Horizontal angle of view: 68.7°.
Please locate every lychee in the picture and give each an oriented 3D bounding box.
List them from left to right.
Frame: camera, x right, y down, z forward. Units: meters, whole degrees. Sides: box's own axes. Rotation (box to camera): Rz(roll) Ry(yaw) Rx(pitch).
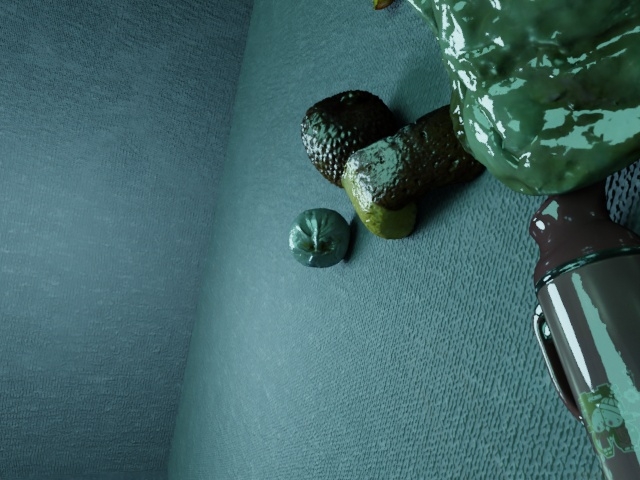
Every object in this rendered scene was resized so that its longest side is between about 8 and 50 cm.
[{"bbox_3d":[0.059,-0.198,0.906,0.194,0.194,0.195,-171,90,-66],"label":"lychee"}]

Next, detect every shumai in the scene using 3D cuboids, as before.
[{"bbox_3d":[0.186,-0.231,0.450,0.309,0.263,0.304,-12,49,61],"label":"shumai"}]

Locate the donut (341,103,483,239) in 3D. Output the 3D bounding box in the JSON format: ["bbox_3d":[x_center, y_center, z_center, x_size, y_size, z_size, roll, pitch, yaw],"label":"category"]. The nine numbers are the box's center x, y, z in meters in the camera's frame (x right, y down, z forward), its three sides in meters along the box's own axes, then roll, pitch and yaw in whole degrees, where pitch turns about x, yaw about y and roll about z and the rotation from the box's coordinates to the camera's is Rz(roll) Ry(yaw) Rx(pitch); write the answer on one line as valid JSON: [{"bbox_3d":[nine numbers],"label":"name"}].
[{"bbox_3d":[0.131,-0.096,0.748,0.295,0.151,0.113,-50,48,48],"label":"donut"}]

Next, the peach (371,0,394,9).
[{"bbox_3d":[0.139,-0.535,0.987,0.098,0.061,0.098,-177,90,-88],"label":"peach"}]

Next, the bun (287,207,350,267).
[{"bbox_3d":[0.000,0.000,1.005,0.083,0.140,0.141,-118,43,-63],"label":"bun"}]

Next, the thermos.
[{"bbox_3d":[0.268,0.101,0.417,0.136,0.109,0.331,59,-159,-56],"label":"thermos"}]
